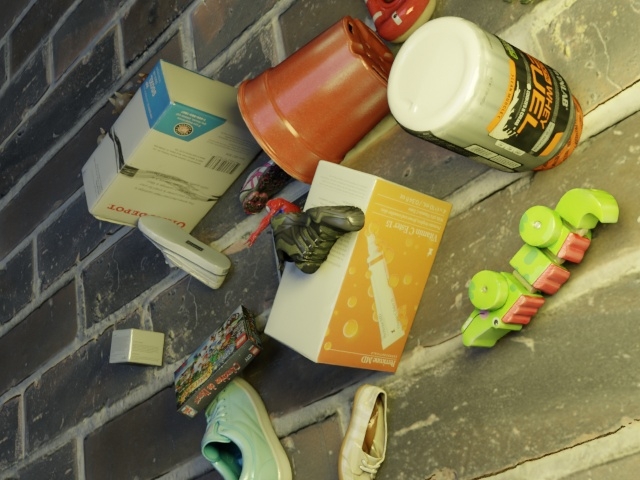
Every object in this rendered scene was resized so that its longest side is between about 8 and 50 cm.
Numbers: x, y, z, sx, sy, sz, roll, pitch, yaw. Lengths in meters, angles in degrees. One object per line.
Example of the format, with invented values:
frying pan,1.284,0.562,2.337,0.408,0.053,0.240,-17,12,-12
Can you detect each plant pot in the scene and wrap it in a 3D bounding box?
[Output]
plant pot,0.020,-0.296,1.818,0.265,0.272,0.272,-36,54,26

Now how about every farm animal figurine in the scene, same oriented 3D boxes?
farm animal figurine,-0.504,-0.308,2.410,0.330,0.172,0.326,-55,33,16

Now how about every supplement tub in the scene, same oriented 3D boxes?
supplement tub,0.277,-0.222,1.447,0.194,0.316,0.193,-15,69,44

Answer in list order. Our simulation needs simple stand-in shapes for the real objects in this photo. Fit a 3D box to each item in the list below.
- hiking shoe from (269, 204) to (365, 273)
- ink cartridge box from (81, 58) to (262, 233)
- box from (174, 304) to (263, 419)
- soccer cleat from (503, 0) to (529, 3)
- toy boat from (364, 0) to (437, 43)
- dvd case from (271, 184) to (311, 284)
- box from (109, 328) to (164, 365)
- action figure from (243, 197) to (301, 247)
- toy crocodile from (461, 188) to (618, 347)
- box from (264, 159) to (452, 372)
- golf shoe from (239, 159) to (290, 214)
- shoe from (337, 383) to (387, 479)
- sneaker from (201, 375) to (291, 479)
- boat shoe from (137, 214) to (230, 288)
hiking shoe,0.000,0.000,1.558,0.227,0.086,0.114,-7,87,52
ink cartridge box,-0.359,-0.210,2.175,0.395,0.286,0.166,-45,48,30
box,-0.232,0.270,1.994,0.233,0.044,0.159,-46,24,10
soccer cleat,0.316,-0.532,1.666,0.121,0.093,0.289,-56,45,11
toy boat,0.134,-0.516,1.817,0.151,0.151,0.231,-41,51,33
dvd case,-0.032,0.004,1.945,0.179,0.030,0.238,-32,57,38
box,-0.473,0.278,2.301,0.102,0.101,0.087,-10,71,46
action figure,-0.051,0.002,1.872,0.280,0.091,0.139,37,97,46
toy crocodile,0.347,0.051,1.441,0.340,0.115,0.105,-55,45,21
box,0.070,0.051,1.674,0.168,0.215,0.345,23,97,48
golf shoe,-0.132,-0.148,2.071,0.186,0.068,0.086,-46,47,30
shoe,0.084,0.379,1.670,0.058,0.077,0.218,-4,74,53
sneaker,-0.197,0.406,1.919,0.366,0.150,0.135,46,113,44
boat shoe,-0.342,0.032,2.164,0.258,0.095,0.084,33,117,14
